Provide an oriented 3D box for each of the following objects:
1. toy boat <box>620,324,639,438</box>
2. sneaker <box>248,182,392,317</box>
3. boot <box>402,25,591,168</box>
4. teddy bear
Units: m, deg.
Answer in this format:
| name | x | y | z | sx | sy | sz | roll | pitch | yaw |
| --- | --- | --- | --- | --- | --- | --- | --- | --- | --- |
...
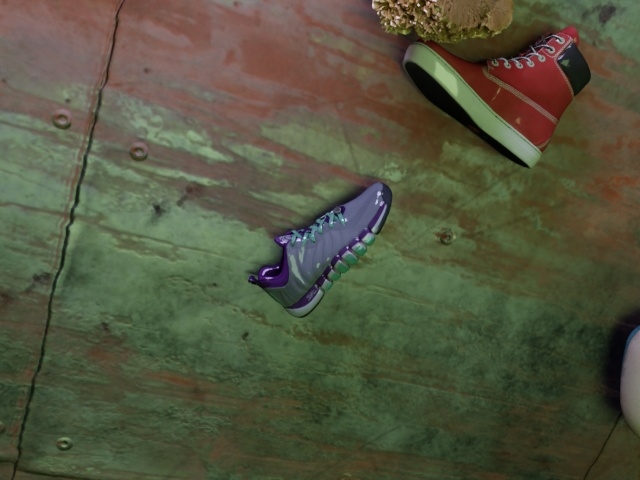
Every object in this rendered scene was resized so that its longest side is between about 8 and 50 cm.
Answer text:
| name | x | y | z | sx | sy | sz | roll | pitch | yaw |
| --- | --- | --- | --- | --- | --- | --- | --- | --- | --- |
| toy boat | 0.667 | 0.234 | 1.039 | 0.318 | 0.148 | 0.268 | -8 | 108 | -2 |
| sneaker | 0.000 | 0.000 | 0.805 | 0.098 | 0.083 | 0.224 | 34 | 101 | -18 |
| boot | 0.234 | -0.227 | 0.770 | 0.244 | 0.088 | 0.176 | 29 | 98 | -26 |
| teddy bear | 0.140 | -0.394 | 0.672 | 0.245 | 0.113 | 0.338 | -21 | 106 | -15 |
